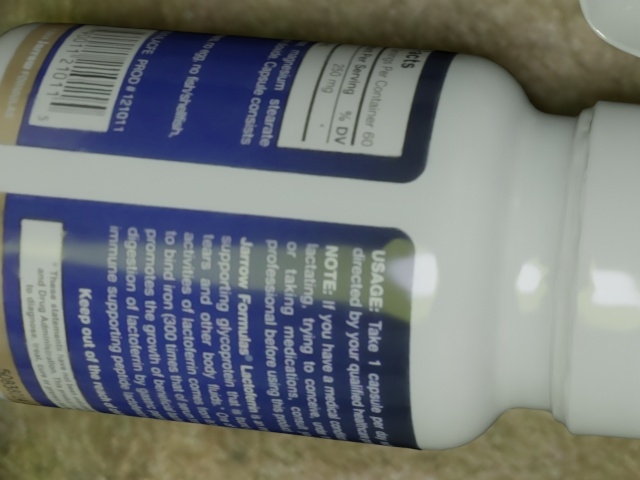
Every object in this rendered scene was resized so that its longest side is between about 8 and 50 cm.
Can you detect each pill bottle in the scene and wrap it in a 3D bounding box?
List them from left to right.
[{"bbox_3d":[0.000,0.000,0.709,0.264,0.153,0.153,6,110,11],"label":"pill bottle"}]

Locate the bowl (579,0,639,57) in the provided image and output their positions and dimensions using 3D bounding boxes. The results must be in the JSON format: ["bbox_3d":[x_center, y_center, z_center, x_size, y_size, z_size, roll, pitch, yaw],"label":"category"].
[{"bbox_3d":[0.158,-0.122,0.628,0.142,0.053,0.142,20,136,32],"label":"bowl"}]
